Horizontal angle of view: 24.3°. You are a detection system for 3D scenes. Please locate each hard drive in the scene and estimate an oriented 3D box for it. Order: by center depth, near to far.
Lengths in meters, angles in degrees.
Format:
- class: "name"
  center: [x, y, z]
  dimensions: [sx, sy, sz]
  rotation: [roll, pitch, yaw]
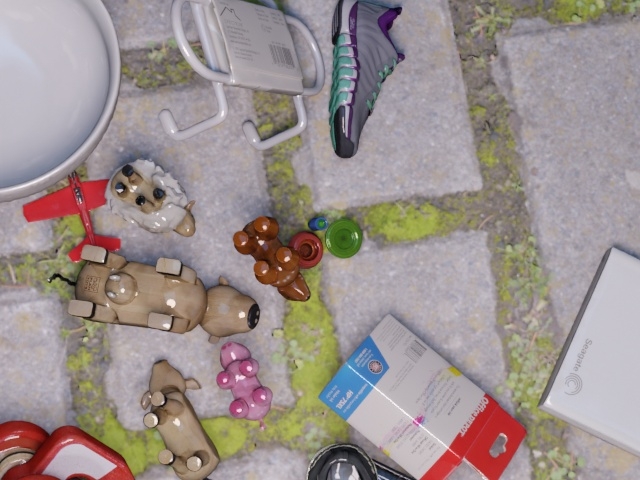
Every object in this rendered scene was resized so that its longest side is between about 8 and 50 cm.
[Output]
- class: "hard drive"
  center: [0.487, 0.188, 1.918]
  dimensions: [0.353, 0.047, 0.233]
  rotation: [26, 77, 2]

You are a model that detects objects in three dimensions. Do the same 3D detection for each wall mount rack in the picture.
- class: "wall mount rack"
  center: [-0.140, -0.271, 1.870]
  dimensions: [0.130, 0.350, 0.304]
  rotation: [-21, 80, 26]

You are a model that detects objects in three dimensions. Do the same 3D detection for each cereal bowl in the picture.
- class: "cereal bowl"
  center: [-0.419, -0.200, 1.879]
  dimensions: [0.339, 0.141, 0.339]
  rotation: [1, 77, -4]

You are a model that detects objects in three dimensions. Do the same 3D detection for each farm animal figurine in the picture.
- class: "farm animal figurine"
  center: [-0.171, 0.104, 1.829]
  dimensions: [0.327, 0.172, 0.330]
  rotation: [27, 85, 11]

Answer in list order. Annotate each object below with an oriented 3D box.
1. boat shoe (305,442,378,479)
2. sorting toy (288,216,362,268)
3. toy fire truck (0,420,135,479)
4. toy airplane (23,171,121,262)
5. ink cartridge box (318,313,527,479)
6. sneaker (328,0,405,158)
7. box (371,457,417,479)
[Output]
- class: "boat shoe"
  center: [0.043, 0.403, 1.719]
  dimensions: [0.127, 0.113, 0.340]
  rotation: [-1, 79, -4]
- class: "sorting toy"
  center: [0.000, 0.000, 1.927]
  dimensions: [0.102, 0.042, 0.061]
  rotation: [-15, 95, -20]
- class: "toy fire truck"
  center: [-0.318, 0.370, 1.723]
  dimensions: [0.254, 0.169, 0.302]
  rotation: [39, 92, -29]
- class: "toy airplane"
  center: [-0.305, -0.032, 1.909]
  dimensions: [0.151, 0.028, 0.151]
  rotation: [1, 77, -6]
- class: "ink cartridge box"
  center: [0.129, 0.213, 1.834]
  dimensions: [0.231, 0.078, 0.134]
  rotation: [40, 37, 5]
- class: "sneaker"
  center: [0.065, -0.215, 1.955]
  dimensions: [0.098, 0.083, 0.223]
  rotation: [4, 77, -9]
- class: "box"
  center: [0.064, 0.371, 1.826]
  dimensions: [0.147, 0.077, 0.180]
  rotation: [26, 77, 2]
